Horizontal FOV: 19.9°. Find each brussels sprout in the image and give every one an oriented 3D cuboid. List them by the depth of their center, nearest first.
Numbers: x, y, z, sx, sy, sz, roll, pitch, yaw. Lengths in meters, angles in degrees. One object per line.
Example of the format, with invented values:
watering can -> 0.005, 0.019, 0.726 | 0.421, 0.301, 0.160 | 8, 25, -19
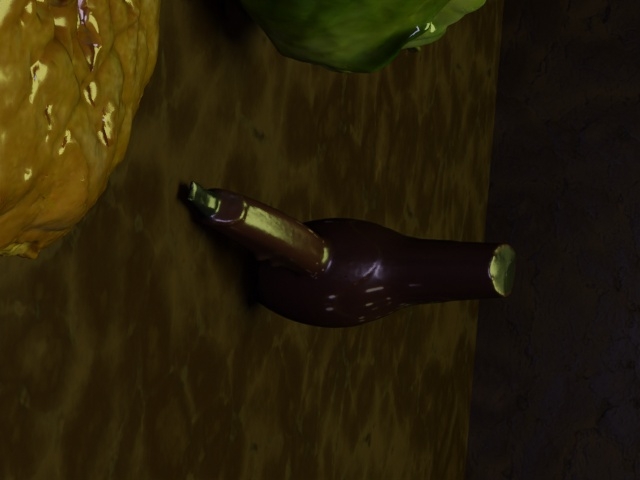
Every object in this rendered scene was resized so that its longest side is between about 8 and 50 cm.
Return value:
brussels sprout -> 0.034, -0.355, 1.857 | 0.371, 0.315, 0.276 | -54, -140, 42

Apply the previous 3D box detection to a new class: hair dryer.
hair dryer -> 0.000, 0.000, 1.926 | 0.340, 0.312, 0.123 | 28, 65, -49

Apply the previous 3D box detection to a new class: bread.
bread -> -0.228, -0.181, 1.157 | 0.398, 0.215, 0.398 | 3, 90, -73
